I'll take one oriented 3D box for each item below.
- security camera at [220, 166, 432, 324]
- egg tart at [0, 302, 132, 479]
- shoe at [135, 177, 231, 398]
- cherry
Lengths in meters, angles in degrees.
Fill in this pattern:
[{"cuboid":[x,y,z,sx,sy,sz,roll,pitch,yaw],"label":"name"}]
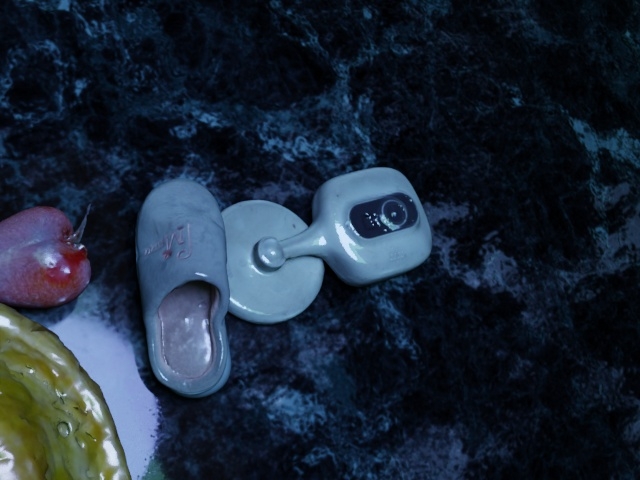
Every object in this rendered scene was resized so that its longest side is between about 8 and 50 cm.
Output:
[{"cuboid":[0.000,0.000,0.965,0.301,0.080,0.157,-16,79,-27],"label":"security camera"},{"cuboid":[-0.362,0.235,0.633,0.443,0.178,0.443,9,69,-23],"label":"egg tart"},{"cuboid":[-0.147,0.044,0.850,0.103,0.100,0.251,-7,77,-10],"label":"shoe"},{"cuboid":[-0.296,0.017,0.806,0.126,0.087,0.106,0,71,-6],"label":"cherry"}]
